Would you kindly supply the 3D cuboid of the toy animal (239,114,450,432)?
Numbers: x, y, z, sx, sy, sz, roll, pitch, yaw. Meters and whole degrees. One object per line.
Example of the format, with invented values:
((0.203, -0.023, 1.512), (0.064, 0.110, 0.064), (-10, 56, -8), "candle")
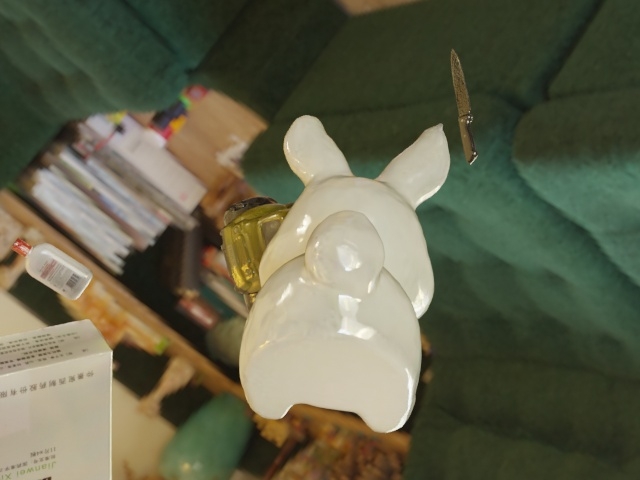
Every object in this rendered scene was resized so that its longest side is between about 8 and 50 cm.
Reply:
((0.032, 0.009, 1.307), (0.196, 0.367, 0.241), (11, 130, 2), "toy animal")

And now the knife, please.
((0.185, -0.177, 1.601), (0.023, 0.170, 0.010), (-27, 150, 38), "knife")

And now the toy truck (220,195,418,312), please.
((0.000, 0.000, 1.509), (0.224, 0.147, 0.165), (-3, 160, -38), "toy truck")

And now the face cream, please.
((-0.273, 0.025, 1.242), (0.083, 0.040, 0.021), (35, -164, -15), "face cream")

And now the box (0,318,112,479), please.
((-0.308, 0.178, 1.051), (0.062, 0.260, 0.175), (41, 134, 48), "box")
